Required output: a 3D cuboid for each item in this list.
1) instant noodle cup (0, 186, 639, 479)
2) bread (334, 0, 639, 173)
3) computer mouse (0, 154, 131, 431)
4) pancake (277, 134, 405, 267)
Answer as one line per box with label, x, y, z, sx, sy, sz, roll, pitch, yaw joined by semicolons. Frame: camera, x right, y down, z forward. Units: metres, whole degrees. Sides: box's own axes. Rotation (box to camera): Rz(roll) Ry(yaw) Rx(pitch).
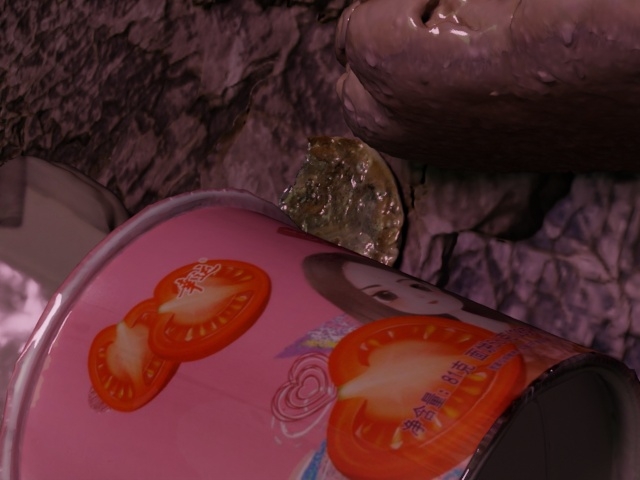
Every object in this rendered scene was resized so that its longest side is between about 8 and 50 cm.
instant noodle cup;0.010;0.116;0.635;0.231;0.243;0.242;17;91;39
bread;0.125;-0.096;0.615;0.337;0.183;0.101;0;76;42
computer mouse;-0.217;0.156;0.850;0.145;0.228;0.428;108;163;-73
pancake;0.003;0.002;0.812;0.116;0.023;0.129;44;109;39
